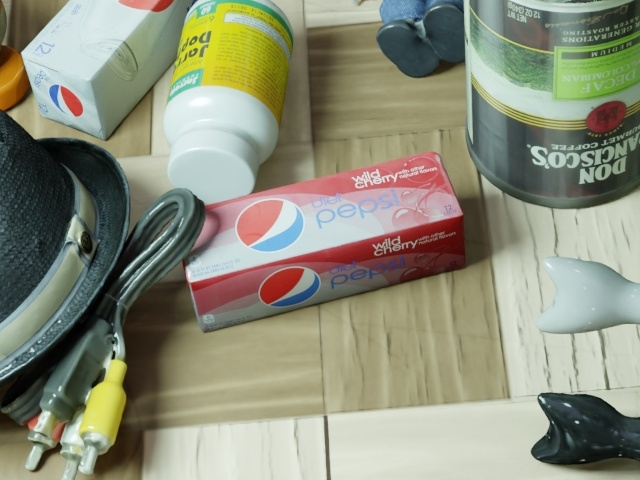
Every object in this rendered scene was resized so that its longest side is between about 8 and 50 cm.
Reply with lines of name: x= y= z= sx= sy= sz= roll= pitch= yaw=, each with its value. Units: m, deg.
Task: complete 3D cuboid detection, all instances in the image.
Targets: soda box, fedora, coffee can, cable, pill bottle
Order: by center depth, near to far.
cable: x=-0.192 y=0.085 z=1.493 sx=0.139 sy=0.072 sz=0.287 roll=-3 pitch=51 yaw=47
fedora: x=-0.338 y=-0.010 z=1.507 sx=0.334 sy=0.152 sz=0.334 roll=-18 pitch=40 yaw=16
soda box: x=0.000 y=0.000 z=1.552 sx=0.263 sy=0.083 sz=0.092 roll=-14 pitch=51 yaw=-4
coffee can: x=0.234 y=-0.194 z=1.556 sx=0.201 sy=0.275 sz=0.201 roll=-4 pitch=51 yaw=4
pill bottle: x=-0.095 y=-0.142 z=1.653 sx=0.117 sy=0.117 sz=0.208 roll=2 pitch=52 yaw=8
soda box: x=-0.194 y=-0.245 z=1.761 sx=0.091 sy=0.098 sz=0.286 roll=22 pitch=57 yaw=22

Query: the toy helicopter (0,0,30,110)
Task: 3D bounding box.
toy helicopter: x=-0.499 y=-0.184 z=1.726 sx=0.355 sy=0.140 sz=0.235 roll=-35 pitch=54 yaw=-17

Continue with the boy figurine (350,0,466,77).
boy figurine: x=0.108 y=-0.308 z=1.780 sx=0.177 sy=0.092 sz=0.285 roll=-21 pitch=44 yaw=23

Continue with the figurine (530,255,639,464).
figurine: x=0.279 y=0.108 z=1.360 sx=0.209 sy=0.215 sz=0.092 roll=5 pitch=27 yaw=15
